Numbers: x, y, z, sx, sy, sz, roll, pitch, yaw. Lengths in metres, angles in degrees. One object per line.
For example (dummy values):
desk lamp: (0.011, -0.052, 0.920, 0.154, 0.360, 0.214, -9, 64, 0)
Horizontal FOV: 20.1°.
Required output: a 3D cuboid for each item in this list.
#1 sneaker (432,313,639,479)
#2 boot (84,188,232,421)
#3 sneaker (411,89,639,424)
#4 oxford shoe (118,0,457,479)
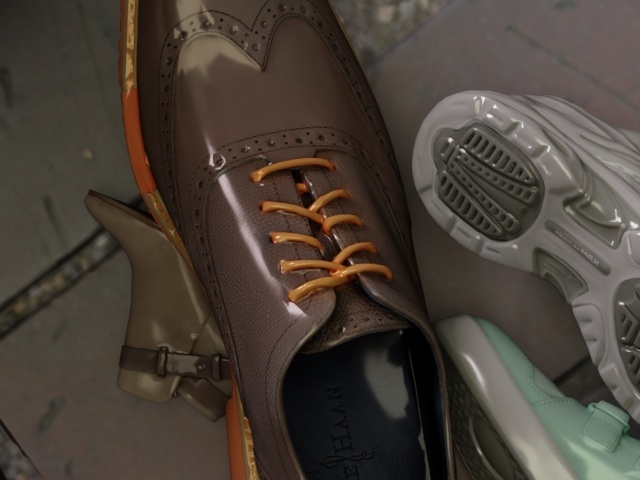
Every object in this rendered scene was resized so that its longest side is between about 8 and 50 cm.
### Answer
sneaker: (0.173, 0.110, 0.877, 0.151, 0.094, 0.256, -35, 73, -16)
boot: (-0.081, 0.036, 0.917, 0.118, 0.042, 0.087, 26, 95, 5)
sneaker: (0.158, 0.003, 0.850, 0.232, 0.115, 0.090, 47, 129, 14)
oxford shoe: (0.000, 0.000, 0.845, 0.130, 0.133, 0.364, -17, 92, -18)
